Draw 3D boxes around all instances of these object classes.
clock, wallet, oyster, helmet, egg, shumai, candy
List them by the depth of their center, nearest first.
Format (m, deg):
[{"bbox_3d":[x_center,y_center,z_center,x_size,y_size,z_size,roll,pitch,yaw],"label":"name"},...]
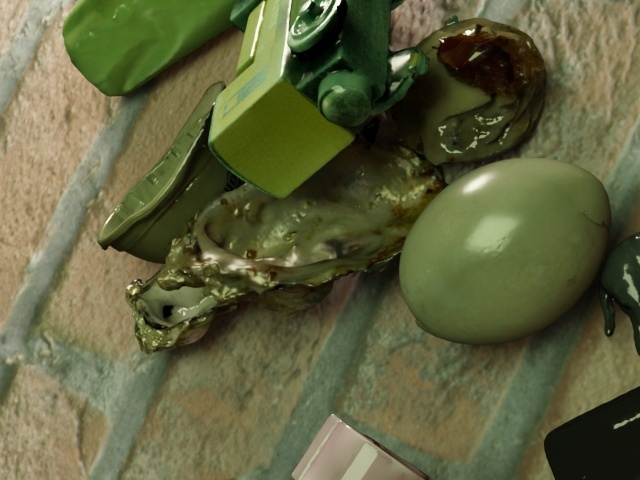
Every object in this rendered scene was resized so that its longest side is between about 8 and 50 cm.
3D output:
[{"bbox_3d":[0.125,0.299,1.567,0.290,0.275,0.080,32,86,33],"label":"clock"},{"bbox_3d":[0.347,0.215,1.605,0.250,0.044,0.149,-28,55,20],"label":"wallet"},{"bbox_3d":[0.200,0.011,1.684,0.253,0.186,0.186,-38,56,16],"label":"egg"},{"bbox_3d":[0.168,-0.189,1.815,0.201,0.120,0.201,-8,64,17],"label":"shumai"},{"bbox_3d":[-0.009,0.006,1.837,0.361,0.096,0.221,-28,44,-9],"label":"oyster"},{"bbox_3d":[-0.150,-0.059,1.955,0.257,0.137,0.204,-50,14,10],"label":"helmet"},{"bbox_3d":[-0.173,0.078,1.964,0.163,0.081,0.191,-41,41,-20],"label":"oyster"},{"bbox_3d":[-0.187,-0.331,2.086,0.343,0.142,0.132,-32,66,18],"label":"candy"}]

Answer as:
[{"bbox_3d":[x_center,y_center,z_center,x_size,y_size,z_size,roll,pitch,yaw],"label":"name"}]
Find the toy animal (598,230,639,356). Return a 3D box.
[{"bbox_3d":[0.405,0.018,1.621,0.269,0.082,0.137,-36,58,15],"label":"toy animal"}]

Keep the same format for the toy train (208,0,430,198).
[{"bbox_3d":[-0.004,-0.242,1.861,0.253,0.160,0.397,-38,29,32],"label":"toy train"}]
